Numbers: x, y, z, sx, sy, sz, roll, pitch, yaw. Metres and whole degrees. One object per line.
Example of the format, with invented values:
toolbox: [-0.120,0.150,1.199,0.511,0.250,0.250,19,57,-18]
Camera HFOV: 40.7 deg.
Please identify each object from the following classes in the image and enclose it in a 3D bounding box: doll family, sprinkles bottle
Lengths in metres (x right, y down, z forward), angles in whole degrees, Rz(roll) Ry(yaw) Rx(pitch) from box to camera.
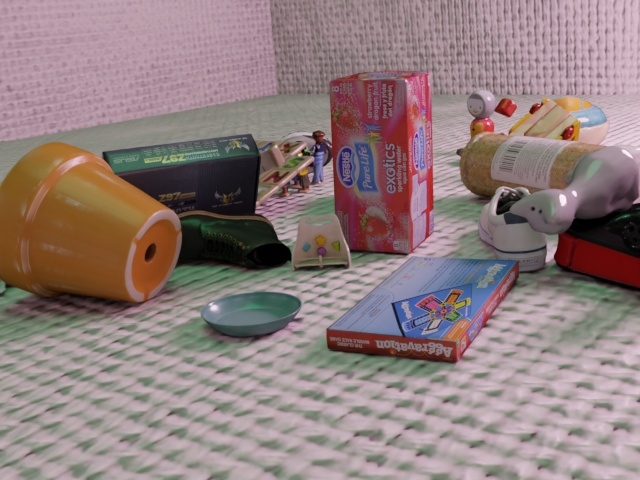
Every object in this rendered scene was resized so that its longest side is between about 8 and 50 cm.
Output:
doll family: [-0.035,-0.162,1.770,0.076,0.111,0.193,-1,15,15]
sprinkles bottle: [0.388,-0.111,1.434,0.121,0.121,0.355,-13,17,-29]

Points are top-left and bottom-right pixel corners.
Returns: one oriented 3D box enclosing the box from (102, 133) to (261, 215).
box: [-0.215,-0.068,1.337,0.232,0.183,0.059,-9,49,-19]

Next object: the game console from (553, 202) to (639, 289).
game console: [0.534,0.008,1.094,0.386,0.060,0.342,-13,21,-28]

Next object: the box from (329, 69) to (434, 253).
box: [0.094,-0.120,1.288,0.122,0.257,0.128,4,17,23]

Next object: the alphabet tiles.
alphabet tiles: [-0.188,-0.109,1.619,0.285,0.011,0.342,7,36,36]

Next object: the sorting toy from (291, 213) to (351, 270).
sorting toy: [0.000,0.000,1.216,0.083,0.075,0.045,-3,15,4]

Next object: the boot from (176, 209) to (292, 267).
boot: [-0.148,0.005,1.257,0.198,0.077,0.137,-10,21,-18]

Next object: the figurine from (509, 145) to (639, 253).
figurine: [0.369,-0.045,1.061,0.209,0.092,0.215,-23,26,-39]

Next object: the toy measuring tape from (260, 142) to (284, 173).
toy measuring tape: [-0.223,-0.092,1.456,0.330,0.121,0.121,-25,16,0]

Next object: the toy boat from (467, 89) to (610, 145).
toy boat: [0.501,-0.280,1.991,0.318,0.148,0.267,-2,15,9]

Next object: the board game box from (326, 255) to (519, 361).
board game box: [0.130,0.071,1.005,0.145,0.027,0.281,1,16,26]

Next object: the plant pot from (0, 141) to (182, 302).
plant pot: [-0.296,-0.007,1.140,0.188,0.205,0.205,19,22,19]

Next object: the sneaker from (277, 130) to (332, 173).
sneaker: [-0.100,-0.162,1.854,0.271,0.100,0.108,-12,27,-8]

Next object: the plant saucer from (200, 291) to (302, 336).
plant saucer: [-0.080,0.088,1.011,0.119,0.021,0.119,-4,14,1]

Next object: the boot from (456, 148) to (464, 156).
boot: [0.365,-0.192,1.924,0.118,0.042,0.087,-14,24,-30]

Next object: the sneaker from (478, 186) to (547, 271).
sneaker: [0.278,-0.034,1.232,0.094,0.091,0.258,-4,15,2]

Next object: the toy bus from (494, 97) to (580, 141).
toy bus: [0.426,-0.185,1.734,0.202,0.191,0.104,0,-28,12]

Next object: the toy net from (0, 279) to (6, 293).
toy net: [-0.437,0.033,1.279,0.122,0.045,0.232,10,20,42]
